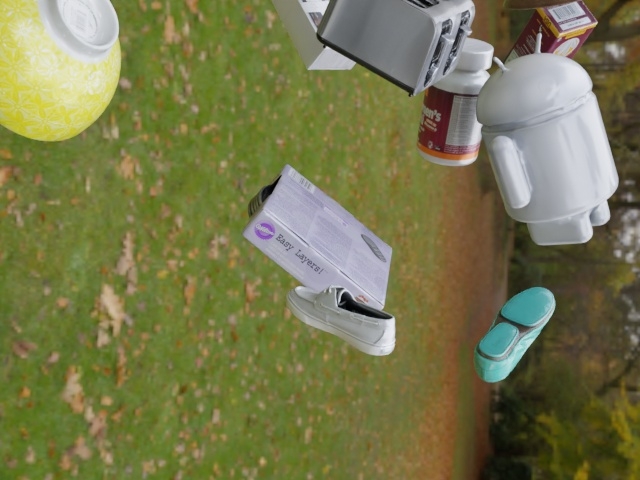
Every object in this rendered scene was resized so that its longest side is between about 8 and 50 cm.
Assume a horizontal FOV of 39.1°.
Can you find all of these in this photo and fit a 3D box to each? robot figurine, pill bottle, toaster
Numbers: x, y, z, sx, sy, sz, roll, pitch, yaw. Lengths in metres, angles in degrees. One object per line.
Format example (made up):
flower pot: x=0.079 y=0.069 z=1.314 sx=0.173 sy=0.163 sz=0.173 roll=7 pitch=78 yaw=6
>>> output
robot figurine: x=0.388 y=-0.168 z=1.555 sx=0.300 sy=0.199 sz=0.354 roll=-36 pitch=112 yaw=-44
pill bottle: x=0.254 y=-0.262 z=1.695 sx=0.121 sy=0.121 sz=0.221 roll=-66 pitch=164 yaw=-61
toaster: x=0.097 y=-0.288 z=1.186 sx=0.168 sy=0.185 sz=0.110 roll=-37 pitch=155 yaw=-56

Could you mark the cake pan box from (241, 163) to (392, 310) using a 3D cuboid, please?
cake pan box: x=0.000 y=0.000 z=1.520 sx=0.070 sy=0.267 sz=0.246 roll=-48 pitch=-170 yaw=19

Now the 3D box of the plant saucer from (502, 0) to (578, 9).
plant saucer: x=0.386 y=-0.408 z=1.424 sx=0.198 sy=0.198 sz=0.036 roll=-63 pitch=142 yaw=-63

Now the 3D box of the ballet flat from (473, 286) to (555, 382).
ballet flat: x=0.343 y=0.173 z=1.622 sx=0.247 sy=0.083 sz=0.087 roll=-37 pitch=142 yaw=-43

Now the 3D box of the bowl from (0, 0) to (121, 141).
bowl: x=-0.397 y=-0.309 z=1.349 sx=0.289 sy=0.156 sz=0.290 roll=29 pitch=51 yaw=-45

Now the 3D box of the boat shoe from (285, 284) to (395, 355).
boat shoe: x=0.027 y=0.095 z=1.241 sx=0.066 sy=0.184 sz=0.063 roll=-11 pitch=119 yaw=-42

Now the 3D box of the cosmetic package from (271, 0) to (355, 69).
cosmetic package: x=-0.021 y=-0.395 z=1.500 sx=0.098 sy=0.060 sz=0.239 roll=-9 pitch=65 yaw=-42

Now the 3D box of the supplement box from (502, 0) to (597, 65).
supplement box: x=0.462 y=-0.398 z=1.833 sx=0.081 sy=0.104 sz=0.188 roll=61 pitch=-24 yaw=20
